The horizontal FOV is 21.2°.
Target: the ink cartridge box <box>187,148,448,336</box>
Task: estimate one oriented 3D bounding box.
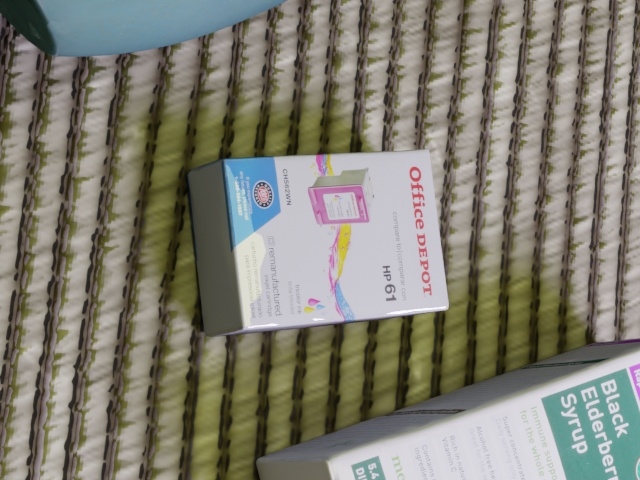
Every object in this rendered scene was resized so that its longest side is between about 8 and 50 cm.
[{"bbox_3d":[0.000,0.000,0.889,0.122,0.052,0.088,-5,85,-28],"label":"ink cartridge box"}]

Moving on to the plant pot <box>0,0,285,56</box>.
[{"bbox_3d":[-0.081,-0.221,0.760,0.235,0.293,0.293,-39,101,-10],"label":"plant pot"}]

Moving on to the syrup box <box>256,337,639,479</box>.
[{"bbox_3d":[0.096,0.124,0.897,0.237,0.096,0.093,-15,90,-26],"label":"syrup box"}]
